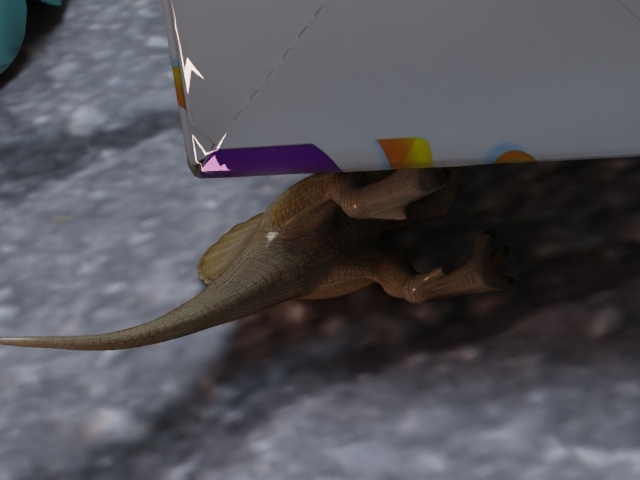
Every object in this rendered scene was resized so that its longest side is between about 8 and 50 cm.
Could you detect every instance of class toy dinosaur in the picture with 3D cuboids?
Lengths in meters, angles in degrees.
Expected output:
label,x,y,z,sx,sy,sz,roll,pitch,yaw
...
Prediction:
label,x,y,z,sx,sy,sz,roll,pitch,yaw
toy dinosaur,0.000,0.000,0.527,0.092,0.053,0.183,-11,21,33

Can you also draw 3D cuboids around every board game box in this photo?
label,x,y,z,sx,sy,sz,roll,pitch,yaw
board game box,0.062,-0.126,0.543,0.144,0.142,0.275,-2,19,17

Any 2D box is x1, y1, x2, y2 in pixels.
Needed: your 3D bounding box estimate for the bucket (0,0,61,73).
label,x,y,z,sx,sy,sz,roll,pitch,yaw
bucket,-0.245,-0.149,0.708,0.281,0.183,0.281,-9,32,6
